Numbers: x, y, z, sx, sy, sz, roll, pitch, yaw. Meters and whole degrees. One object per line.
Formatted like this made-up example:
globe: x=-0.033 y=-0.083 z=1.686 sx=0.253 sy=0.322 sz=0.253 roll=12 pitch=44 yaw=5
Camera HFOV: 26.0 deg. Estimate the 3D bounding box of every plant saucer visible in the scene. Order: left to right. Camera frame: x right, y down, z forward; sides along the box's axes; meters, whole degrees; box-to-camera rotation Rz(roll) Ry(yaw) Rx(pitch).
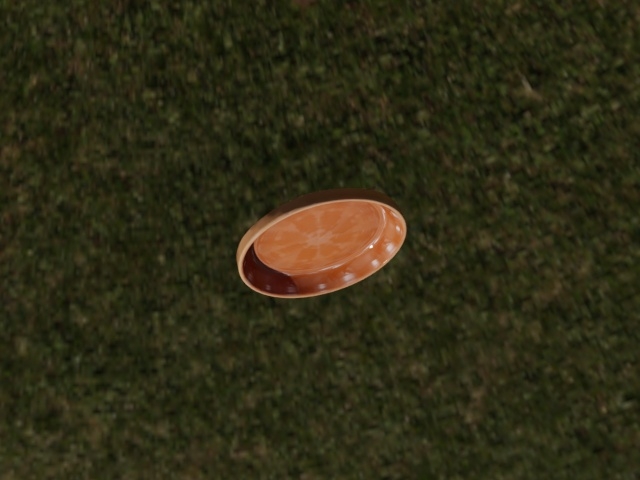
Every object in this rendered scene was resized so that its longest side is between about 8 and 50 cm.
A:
plant saucer: x=0.000 y=0.000 z=0.667 sx=0.083 sy=0.013 sz=0.083 roll=-12 pitch=148 yaw=-8
